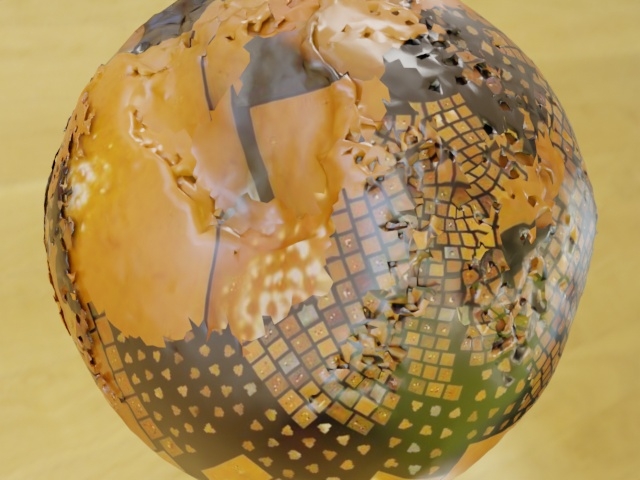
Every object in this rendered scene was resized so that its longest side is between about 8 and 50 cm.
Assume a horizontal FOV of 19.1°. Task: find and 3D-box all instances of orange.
[{"bbox_3d":[0.000,0.000,0.801,0.234,0.234,0.182,62,14,16],"label":"orange"}]
